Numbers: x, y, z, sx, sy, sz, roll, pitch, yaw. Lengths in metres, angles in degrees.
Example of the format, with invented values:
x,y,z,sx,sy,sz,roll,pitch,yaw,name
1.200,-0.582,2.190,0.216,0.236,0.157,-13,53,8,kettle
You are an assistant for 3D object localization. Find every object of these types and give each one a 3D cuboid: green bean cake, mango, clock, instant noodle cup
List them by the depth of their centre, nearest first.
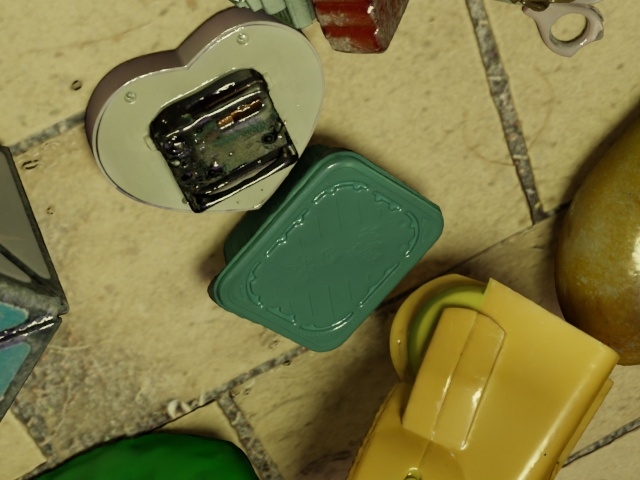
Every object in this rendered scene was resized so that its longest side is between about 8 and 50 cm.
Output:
x,y,z,sx,sy,sz,roll,pitch,yaw,name
0.029,-0.224,1.233,0.056,0.135,0.135,2,135,20,green bean cake
-0.081,-0.086,1.327,0.198,0.064,0.172,-27,130,-3,clock
0.000,0.000,1.422,0.157,0.070,0.179,30,108,-38,instant noodle cup
0.118,0.204,1.465,0.317,0.200,0.244,-64,164,-8,clock
0.324,-0.033,1.503,0.193,0.146,0.316,11,105,-31,mango

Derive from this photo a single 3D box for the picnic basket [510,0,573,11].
x,y,z,sx,sy,sz,roll,pitch,yaw,name
0.180,-0.241,1.253,0.128,0.178,0.137,-24,130,-7,picnic basket

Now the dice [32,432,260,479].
x,y,z,sx,sy,sz,roll,pitch,yaw,name
-0.146,0.373,1.483,0.300,0.297,0.287,-25,134,-5,dice

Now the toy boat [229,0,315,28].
x,y,z,sx,sy,sz,roll,pitch,yaw,name
-0.065,-0.261,1.195,0.085,0.078,0.260,-38,134,-14,toy boat

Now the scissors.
x,y,z,sx,sy,sz,roll,pitch,yaw,name
0.168,-0.208,1.383,0.189,0.015,0.100,5,120,-24,scissors

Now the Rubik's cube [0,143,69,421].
x,y,z,sx,sy,sz,roll,pitch,yaw,name
-0.360,0.041,1.168,0.260,0.255,0.259,18,116,-33,Rubik's cube
